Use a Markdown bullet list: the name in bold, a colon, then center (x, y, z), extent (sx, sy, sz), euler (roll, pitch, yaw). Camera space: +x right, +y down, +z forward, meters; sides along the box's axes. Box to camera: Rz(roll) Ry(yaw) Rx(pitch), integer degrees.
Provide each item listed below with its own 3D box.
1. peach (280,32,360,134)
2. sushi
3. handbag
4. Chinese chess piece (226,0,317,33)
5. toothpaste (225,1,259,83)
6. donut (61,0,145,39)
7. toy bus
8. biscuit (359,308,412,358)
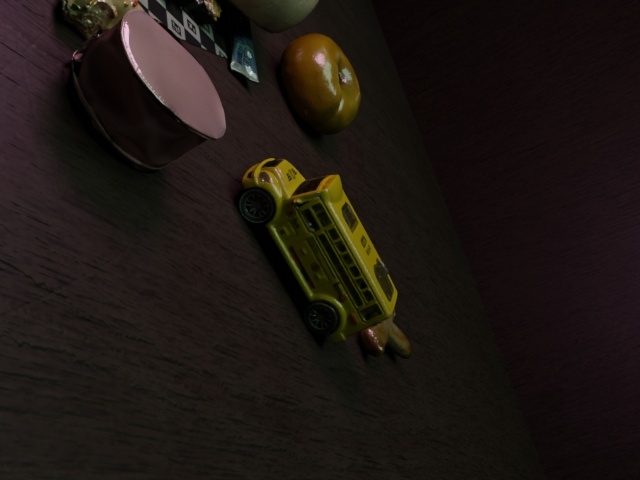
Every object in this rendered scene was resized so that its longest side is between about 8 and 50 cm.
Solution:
- **peach**: center (0.002, -0.374, 1.665), extent (0.251, 0.153, 0.251), euler (28, 56, -52)
- **sushi**: center (-0.261, -0.478, 1.245), extent (0.263, 0.050, 0.290), euler (67, 20, 8)
- **handbag**: center (-0.222, -0.188, 0.889), extent (0.205, 0.117, 0.179), euler (39, 31, -50)
- **Chinese chess piece**: center (-0.149, -0.582, 1.410), extent (0.338, 0.140, 0.338), euler (39, 23, -20)
- **toothpaste**: center (-0.170, -0.436, 1.440), extent (0.069, 0.047, 0.268), euler (65, 13, -57)
- **donut**: center (-0.282, -0.305, 0.954), extent (0.166, 0.065, 0.108), euler (36, 33, -54)
- **toy bus**: center (0.000, 0.000, 1.180), extent (0.330, 0.152, 0.144), euler (61, 21, -11)
- **biscuit**: center (0.122, 0.171, 1.441), extent (0.208, 0.047, 0.164), euler (22, 42, -61)
